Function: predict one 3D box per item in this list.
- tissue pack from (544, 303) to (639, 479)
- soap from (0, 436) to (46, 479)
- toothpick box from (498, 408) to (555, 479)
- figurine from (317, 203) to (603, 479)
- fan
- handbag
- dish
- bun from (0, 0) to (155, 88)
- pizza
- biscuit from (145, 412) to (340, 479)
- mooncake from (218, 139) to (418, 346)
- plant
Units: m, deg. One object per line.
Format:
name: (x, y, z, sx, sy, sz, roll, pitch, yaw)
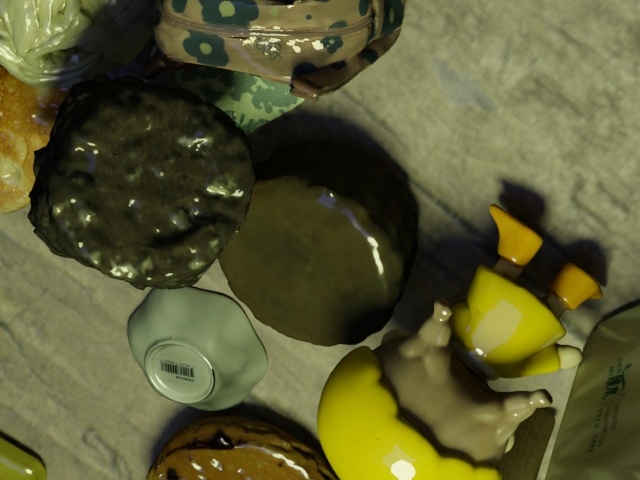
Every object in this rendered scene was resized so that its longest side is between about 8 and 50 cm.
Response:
tissue pack: (0.381, 0.264, 1.636, 0.207, 0.380, 0.297, -27, 109, 30)
soap: (-0.443, 0.308, 2.192, 0.140, 0.045, 0.089, 31, 123, 0)
toothpick box: (0.152, 0.350, 1.910, 0.187, 0.190, 0.308, 14, 129, 12)
figurine: (0.146, 0.139, 1.705, 0.215, 0.187, 0.344, 35, 83, 8)
fan: (-0.112, -0.168, 1.789, 0.240, 0.009, 0.131, -9, 116, 26)
handbag: (-0.057, -0.249, 1.605, 0.251, 0.193, 0.190, 10, 127, 16)
dish: (-0.163, 0.148, 1.971, 0.190, 0.066, 0.191, 10, 123, 16)
bun: (-0.272, -0.247, 1.675, 0.229, 0.145, 0.229, -6, 151, -3)
pizza: (-0.340, -0.133, 1.872, 0.134, 0.056, 0.271, 23, 127, 4)
biscuit: (-0.093, 0.342, 2.055, 0.296, 0.075, 0.296, 10, 128, 14)
mooncake: (0.000, 0.000, 1.784, 0.228, 0.124, 0.228, 13, 128, 18)
plant: (-0.198, -0.060, 1.696, 0.215, 0.312, 0.213, 20, 85, -17)
